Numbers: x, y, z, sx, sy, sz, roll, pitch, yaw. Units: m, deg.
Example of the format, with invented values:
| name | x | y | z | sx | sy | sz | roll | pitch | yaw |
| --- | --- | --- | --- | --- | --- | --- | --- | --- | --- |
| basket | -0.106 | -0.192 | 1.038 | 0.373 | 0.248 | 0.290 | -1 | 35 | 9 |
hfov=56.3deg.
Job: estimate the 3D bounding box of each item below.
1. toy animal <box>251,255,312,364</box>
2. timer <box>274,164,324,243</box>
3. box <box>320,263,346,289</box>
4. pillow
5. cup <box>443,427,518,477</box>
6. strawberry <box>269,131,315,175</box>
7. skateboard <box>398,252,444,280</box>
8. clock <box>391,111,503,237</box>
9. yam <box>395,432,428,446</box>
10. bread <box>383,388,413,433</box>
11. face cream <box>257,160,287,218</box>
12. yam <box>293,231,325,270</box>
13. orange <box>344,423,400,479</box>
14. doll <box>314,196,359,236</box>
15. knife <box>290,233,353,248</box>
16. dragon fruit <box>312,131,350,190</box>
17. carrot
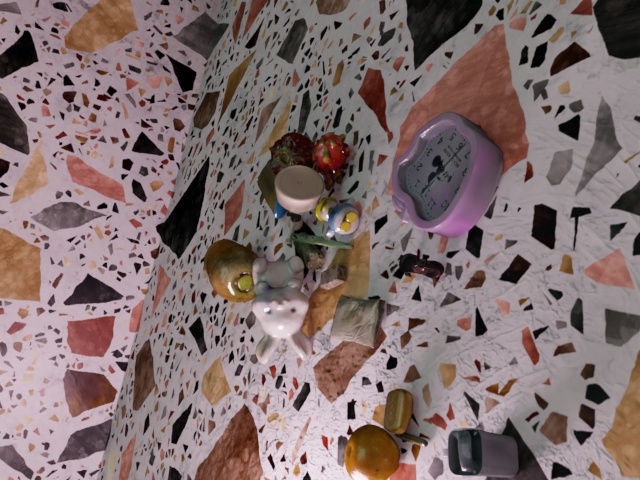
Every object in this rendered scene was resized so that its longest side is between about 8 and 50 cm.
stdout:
| name | x | y | z | sx | sy | sz | roll | pitch | yaw |
| --- | --- | --- | --- | --- | --- | --- | --- | --- | --- |
| toy animal | -0.135 | 0.242 | 2.067 | 0.241 | 0.196 | 0.367 | 86 | 177 | -51 |
| timer | -0.087 | -0.121 | 2.174 | 0.266 | 0.175 | 0.175 | 101 | 164 | -51 |
| box | 0.042 | 0.122 | 1.987 | 0.098 | 0.045 | 0.062 | -35 | 46 | 46 |
| pillow | 0.108 | 0.241 | 1.820 | 0.230 | 0.050 | 0.148 | -3 | 68 | 60 |
| cup | 0.334 | 0.458 | 1.280 | 0.128 | 0.130 | 0.095 | -27 | 52 | 49 |
| strawberry | -0.098 | -0.337 | 2.341 | 0.201 | 0.184 | 0.186 | -49 | -40 | -64 |
| skateboard | 0.270 | 0.067 | 1.629 | 0.151 | 0.080 | 0.067 | 10 | 76 | 56 |
| clock | 0.336 | -0.173 | 1.634 | 0.339 | 0.102 | 0.338 | -33 | 48 | 47 |
| yam | 0.231 | 0.503 | 1.520 | 0.116 | 0.021 | 0.021 | -3 | 72 | 58 |
| bread | 0.208 | 0.445 | 1.552 | 0.082 | 0.056 | 0.115 | -30 | 43 | 50 |
| face cream | -0.188 | -0.215 | 2.496 | 0.139 | 0.067 | 0.285 | -59 | 33 | 21 |
| yam | -0.044 | 0.035 | 2.137 | 0.078 | 0.078 | 0.179 | -59 | 33 | 19 |
| orange | 0.134 | 0.558 | 1.550 | 0.155 | 0.134 | 0.154 | -161 | 90 | -82 |
| doll | 0.054 | -0.087 | 2.029 | 0.241 | 0.099 | 0.135 | 34 | 124 | 56 |
| knife | 0.001 | 0.002 | 2.071 | 0.293 | 0.019 | 0.043 | 8 | 46 | 40 |
| dragon fruit | 0.036 | -0.281 | 2.140 | 0.150 | 0.133 | 0.207 | -126 | 39 | -83 |
| carrot | -0.354 | 0.118 | 2.433 | 0.341 | 0.224 | 0.224 | 35 | 104 | 61 |
